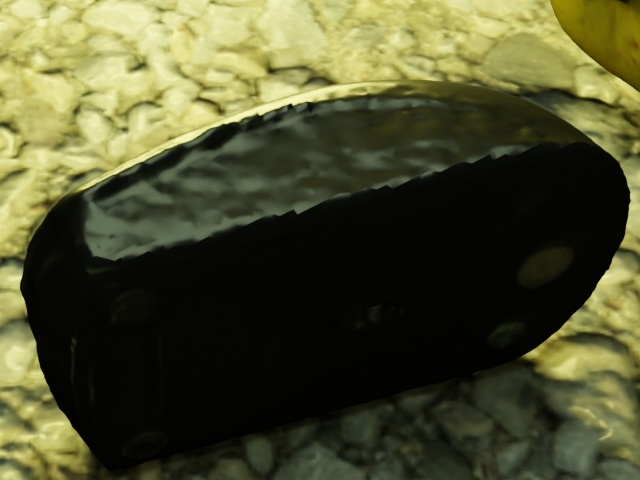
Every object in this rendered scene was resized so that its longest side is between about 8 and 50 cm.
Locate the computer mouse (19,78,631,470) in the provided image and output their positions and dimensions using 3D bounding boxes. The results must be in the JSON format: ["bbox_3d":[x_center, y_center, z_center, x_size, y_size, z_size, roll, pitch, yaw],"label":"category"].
[{"bbox_3d":[0.000,0.000,0.798,0.269,0.170,0.100,-14,52,-15],"label":"computer mouse"}]

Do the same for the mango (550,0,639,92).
[{"bbox_3d":[0.302,-0.148,0.982,0.365,0.182,0.253,14,38,-1],"label":"mango"}]
